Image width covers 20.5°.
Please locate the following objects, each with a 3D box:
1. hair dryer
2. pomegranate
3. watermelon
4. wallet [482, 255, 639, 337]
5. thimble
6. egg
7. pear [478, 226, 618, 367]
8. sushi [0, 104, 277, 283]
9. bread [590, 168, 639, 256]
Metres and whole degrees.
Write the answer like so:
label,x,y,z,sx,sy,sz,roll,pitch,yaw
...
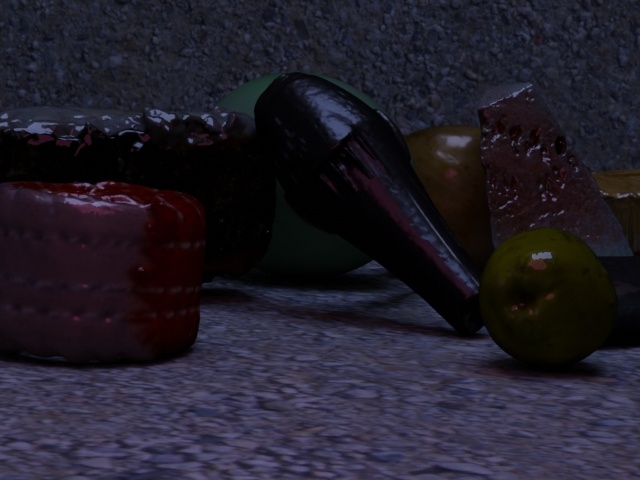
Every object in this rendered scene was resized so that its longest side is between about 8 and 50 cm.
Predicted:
label,x,y,z,sx,sy,sz,roll,pitch,yaw
hair dryer,0.087,0.002,1.661,0.304,0.120,0.359,45,-1,26
pomegranate,0.160,-0.043,1.977,0.196,0.196,0.196,2,5,0
watermelon,0.220,-0.061,1.877,0.154,0.241,0.094,-7,-15,-27
wallet,0.317,0.045,1.577,0.321,0.044,0.170,0,16,-30
thimble,-0.170,0.021,1.328,0.163,0.125,0.189,5,5,3
egg,-0.019,-0.069,1.883,0.220,0.220,0.269,-2,8,-38
pear,0.171,0.044,1.327,0.107,0.107,0.131,4,-7,23
sushi,-0.196,-0.039,1.644,0.343,0.182,0.196,-5,0,-27
bread,0.423,-0.031,2.326,0.190,0.114,0.132,-9,18,-20
